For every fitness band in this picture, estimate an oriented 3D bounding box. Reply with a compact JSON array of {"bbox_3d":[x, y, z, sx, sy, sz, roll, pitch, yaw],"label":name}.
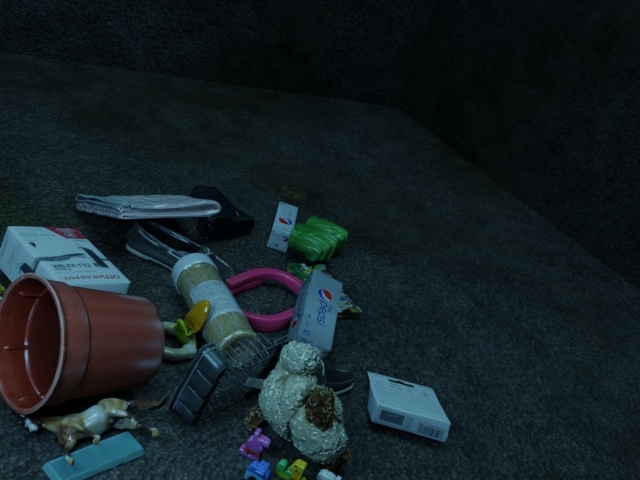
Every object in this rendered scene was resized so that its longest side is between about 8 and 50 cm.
[{"bbox_3d":[-0.147,0.164,2.171,0.209,0.054,0.291,35,30,24],"label":"fitness band"}]

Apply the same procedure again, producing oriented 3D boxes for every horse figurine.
[{"bbox_3d":[-0.431,0.358,1.541,0.263,0.066,0.174,-15,19,-36],"label":"horse figurine"}]

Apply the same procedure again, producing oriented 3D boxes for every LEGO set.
[{"bbox_3d":[-0.064,0.459,1.584,0.227,0.093,0.087,24,26,10],"label":"LEGO set"}]

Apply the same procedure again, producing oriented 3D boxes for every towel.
[{"bbox_3d":[-0.509,-0.104,2.298,0.317,0.053,0.332,-3,9,-39],"label":"towel"}]

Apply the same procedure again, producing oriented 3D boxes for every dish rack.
[{"bbox_3d":[-0.184,0.290,1.722,0.074,0.208,0.271,45,34,22],"label":"dish rack"}]

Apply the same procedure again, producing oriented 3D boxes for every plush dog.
[{"bbox_3d":[-0.030,0.379,1.670,0.211,0.262,0.225,-34,39,-19],"label":"plush dog"}]

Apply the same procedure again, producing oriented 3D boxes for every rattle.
[{"bbox_3d":[-0.375,0.203,1.837,0.200,0.142,0.130,15,44,-22],"label":"rattle"}]

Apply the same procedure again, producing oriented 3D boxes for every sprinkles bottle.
[{"bbox_3d":[-0.268,0.172,1.981,0.121,0.121,0.355,2,30,-32],"label":"sprinkles bottle"}]

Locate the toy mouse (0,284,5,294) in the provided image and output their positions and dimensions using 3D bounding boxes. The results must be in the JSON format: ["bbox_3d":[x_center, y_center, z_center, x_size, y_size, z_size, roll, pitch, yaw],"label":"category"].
[{"bbox_3d":[-0.749,0.139,1.820,0.161,0.031,0.143,4,29,-29],"label":"toy mouse"}]

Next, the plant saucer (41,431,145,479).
[{"bbox_3d":[-0.431,0.417,1.505,0.067,0.018,0.192,35,31,31],"label":"plant saucer"}]

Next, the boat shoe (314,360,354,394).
[{"bbox_3d":[-0.016,0.326,1.904,0.233,0.079,0.084,8,26,-25],"label":"boat shoe"}]

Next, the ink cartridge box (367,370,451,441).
[{"bbox_3d":[0.208,0.409,1.948,0.189,0.066,0.232,16,5,-6],"label":"ink cartridge box"}]

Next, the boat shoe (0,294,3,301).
[{"bbox_3d":[-0.787,0.126,1.721,0.355,0.132,0.130,39,29,18],"label":"boat shoe"}]

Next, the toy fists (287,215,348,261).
[{"bbox_3d":[0.000,0.000,2.532,0.142,0.096,0.279,19,15,13],"label":"toy fists"}]

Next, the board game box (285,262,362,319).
[{"bbox_3d":[0.007,0.148,2.329,0.136,0.030,0.259,-1,32,-31],"label":"board game box"}]

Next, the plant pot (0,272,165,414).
[{"bbox_3d":[-0.483,0.208,1.612,0.265,0.272,0.272,7,26,-48],"label":"plant pot"}]

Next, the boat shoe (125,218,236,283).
[{"bbox_3d":[-0.389,0.032,2.206,0.335,0.095,0.112,21,26,4],"label":"boat shoe"}]

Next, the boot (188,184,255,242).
[{"bbox_3d":[-0.351,-0.091,2.474,0.207,0.094,0.246,37,24,26],"label":"boot"}]

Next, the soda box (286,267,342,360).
[{"bbox_3d":[-0.016,0.203,2.065,0.098,0.091,0.286,29,32,-11],"label":"soda box"}]

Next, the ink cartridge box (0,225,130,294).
[{"bbox_3d":[-0.623,0.080,1.902,0.273,0.114,0.197,38,22,33],"label":"ink cartridge box"}]

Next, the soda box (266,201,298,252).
[{"bbox_3d":[-0.123,-0.047,2.572,0.069,0.074,0.216,17,26,-4],"label":"soda box"}]
